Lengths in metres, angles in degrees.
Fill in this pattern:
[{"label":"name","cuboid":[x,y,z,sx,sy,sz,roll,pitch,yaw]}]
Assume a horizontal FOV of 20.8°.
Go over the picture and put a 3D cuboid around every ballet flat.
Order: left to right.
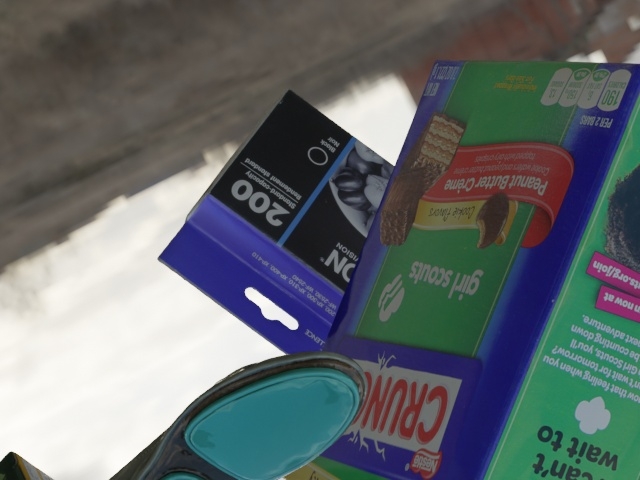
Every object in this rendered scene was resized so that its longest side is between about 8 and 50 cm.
[{"label":"ballet flat","cuboid":[-0.059,0.111,0.950,0.213,0.072,0.068,-42,-155,25]}]

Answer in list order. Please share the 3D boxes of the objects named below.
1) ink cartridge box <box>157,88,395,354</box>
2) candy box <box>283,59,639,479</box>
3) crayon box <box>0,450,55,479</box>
[{"label":"ink cartridge box","cuboid":[0.000,0.000,1.474,0.208,0.206,0.045,-56,-176,-37]},{"label":"candy box","cuboid":[0.117,0.050,1.110,0.268,0.122,0.317,15,-97,67]},{"label":"crayon box","cuboid":[-0.117,0.311,1.285,0.083,0.323,0.203,-46,-145,3]}]
